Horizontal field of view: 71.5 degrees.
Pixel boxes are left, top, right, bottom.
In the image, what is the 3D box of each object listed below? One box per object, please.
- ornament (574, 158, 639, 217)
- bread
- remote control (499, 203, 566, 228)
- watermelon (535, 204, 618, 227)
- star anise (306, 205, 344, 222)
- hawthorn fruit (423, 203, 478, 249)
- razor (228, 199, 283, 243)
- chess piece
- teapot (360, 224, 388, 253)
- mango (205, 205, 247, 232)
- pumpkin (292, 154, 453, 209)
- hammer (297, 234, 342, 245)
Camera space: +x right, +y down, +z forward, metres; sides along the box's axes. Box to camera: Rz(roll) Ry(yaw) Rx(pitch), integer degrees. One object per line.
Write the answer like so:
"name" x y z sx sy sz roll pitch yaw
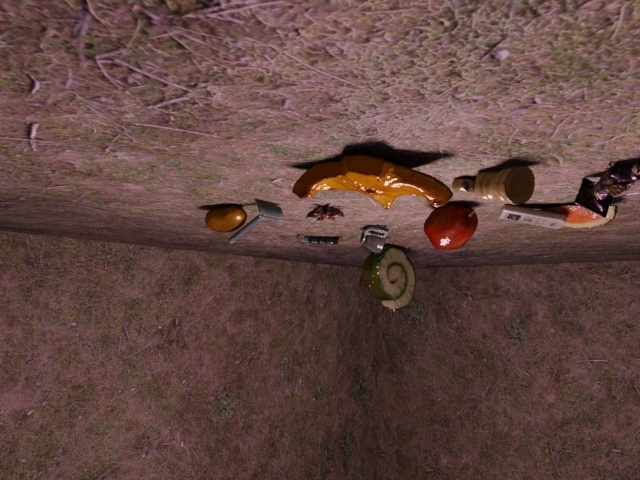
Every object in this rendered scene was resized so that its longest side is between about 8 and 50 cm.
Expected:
"ornament" 0.663 -0.139 0.997 0.081 0.088 0.203 25 163 11
"bread" 0.389 0.213 2.508 0.129 0.381 0.366 -11 178 44
"remote control" 0.678 -0.075 1.423 0.190 0.029 0.087 13 169 14
"watermelon" 0.804 -0.087 1.387 0.119 0.063 0.245 27 167 -33
"star anise" 0.020 -0.094 1.552 0.141 0.042 0.141 2 169 0
"hawthorn fruit" 0.440 -0.058 1.428 0.163 0.162 0.203 8 152 -38
"razor" -0.246 -0.054 1.549 0.232 0.068 0.106 -32 152 32
"chess piece" 0.412 -0.132 1.084 0.090 0.090 0.200 5 -177 -21
"teapot" 0.229 -0.007 1.932 0.108 0.111 0.149 16 177 -3
"mango" -0.335 -0.079 1.605 0.178 0.090 0.115 -11 159 28
"pumpkin" 0.115 -0.134 1.041 0.290 0.095 0.258 9 175 -22
"hammer" 0.000 0.000 2.272 0.227 0.041 0.159 1 173 7
